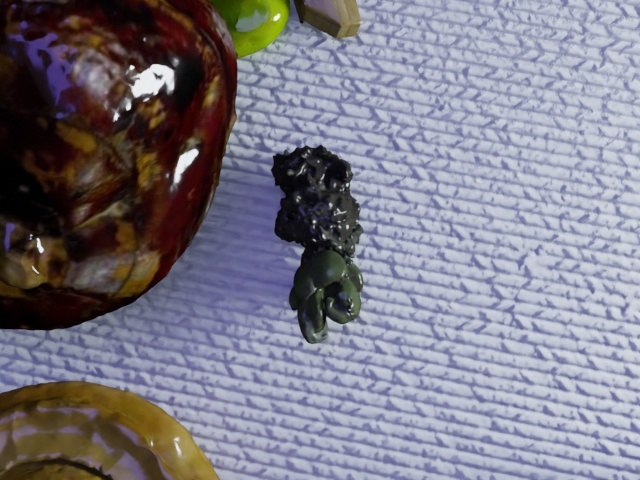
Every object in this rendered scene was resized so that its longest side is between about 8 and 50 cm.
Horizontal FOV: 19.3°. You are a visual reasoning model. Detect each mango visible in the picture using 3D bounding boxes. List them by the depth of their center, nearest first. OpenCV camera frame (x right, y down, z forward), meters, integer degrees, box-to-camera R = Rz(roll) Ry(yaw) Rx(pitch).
[{"bbox_3d":[-0.077,-0.190,1.630,0.108,0.056,0.073,-35,69,0],"label":"mango"}]

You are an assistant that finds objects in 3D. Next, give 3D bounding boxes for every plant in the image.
[{"bbox_3d":[0.000,0.000,1.567,0.085,0.087,0.174,-20,67,32],"label":"plant"}]

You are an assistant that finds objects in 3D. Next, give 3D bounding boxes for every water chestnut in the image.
[{"bbox_3d":[-0.222,-0.113,1.525,0.335,0.347,0.335,5,121,9],"label":"water chestnut"}]

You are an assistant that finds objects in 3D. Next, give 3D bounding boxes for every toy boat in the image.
[{"bbox_3d":[-0.002,-0.275,1.642,0.072,0.064,0.206,-11,74,-12],"label":"toy boat"}]

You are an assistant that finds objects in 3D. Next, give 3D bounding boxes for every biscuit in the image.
[{"bbox_3d":[-0.211,0.257,1.512,0.296,0.102,0.296,-2,73,5],"label":"biscuit"}]
